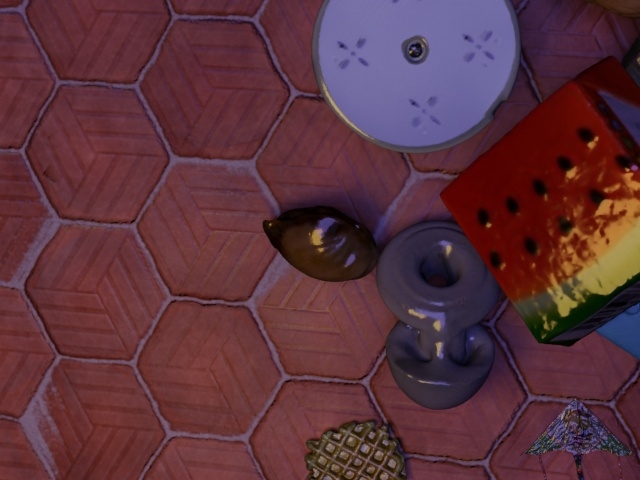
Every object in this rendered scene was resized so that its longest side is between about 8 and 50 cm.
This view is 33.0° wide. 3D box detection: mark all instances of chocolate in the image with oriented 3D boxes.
[{"bbox_3d":[0.399,-0.047,1.693,0.360,0.161,0.341,-42,73,34],"label":"chocolate"}]

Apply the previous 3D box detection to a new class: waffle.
[{"bbox_3d":[0.063,0.411,1.944,0.184,0.036,0.169,-13,91,8],"label":"waffle"}]

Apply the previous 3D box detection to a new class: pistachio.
[{"bbox_3d":[0.000,0.000,1.872,0.210,0.130,0.165,14,138,7],"label":"pistachio"}]

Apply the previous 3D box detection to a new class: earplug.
[{"bbox_3d":[0.201,0.126,1.838,0.214,0.175,0.325,0,86,3],"label":"earplug"}]

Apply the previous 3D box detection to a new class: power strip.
[{"bbox_3d":[0.149,-0.324,1.774,0.358,0.161,0.357,1,103,5],"label":"power strip"}]

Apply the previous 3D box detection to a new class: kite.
[{"bbox_3d":[0.453,0.395,1.898,0.198,0.006,0.244,-5,95,9],"label":"kite"}]

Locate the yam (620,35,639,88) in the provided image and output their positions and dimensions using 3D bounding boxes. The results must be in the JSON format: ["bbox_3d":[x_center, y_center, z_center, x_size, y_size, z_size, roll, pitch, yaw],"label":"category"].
[{"bbox_3d":[0.593,-0.220,1.727,0.201,0.202,0.271,-40,87,-21],"label":"yam"}]

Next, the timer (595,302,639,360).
[{"bbox_3d":[0.586,0.084,1.753,0.232,0.091,0.250,33,122,10],"label":"timer"}]

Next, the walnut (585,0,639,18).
[{"bbox_3d":[0.511,-0.492,1.669,0.313,0.252,0.277,-37,81,4],"label":"walnut"}]
